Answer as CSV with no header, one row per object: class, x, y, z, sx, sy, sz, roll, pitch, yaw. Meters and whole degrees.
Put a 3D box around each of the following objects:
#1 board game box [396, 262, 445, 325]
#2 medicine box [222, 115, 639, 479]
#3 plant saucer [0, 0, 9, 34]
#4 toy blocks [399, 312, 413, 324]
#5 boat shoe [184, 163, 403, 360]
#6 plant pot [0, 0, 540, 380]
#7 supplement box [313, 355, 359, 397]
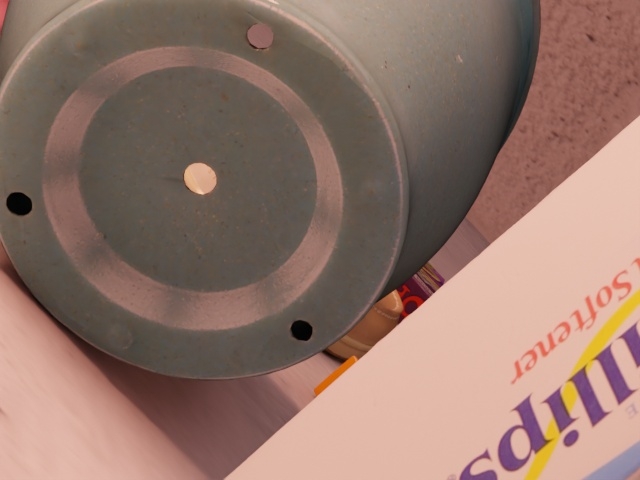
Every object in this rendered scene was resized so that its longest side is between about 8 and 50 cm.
board game box,-0.012,-0.066,1.742,0.347,0.056,0.208,49,12,-1
medicine box,0.140,0.142,0.708,0.289,0.263,0.149,44,8,-32
plant saucer,-0.263,-0.250,1.075,0.332,0.084,0.332,48,7,-7
toy blocks,0.110,0.106,1.528,0.123,0.054,0.148,48,7,-5
boat shoe,0.000,0.000,1.257,0.109,0.098,0.302,53,9,29
plant pot,-0.037,-0.068,0.874,0.272,0.271,0.255,47,23,-12
supplement box,0.045,0.123,1.132,0.098,0.036,0.062,44,9,-33
